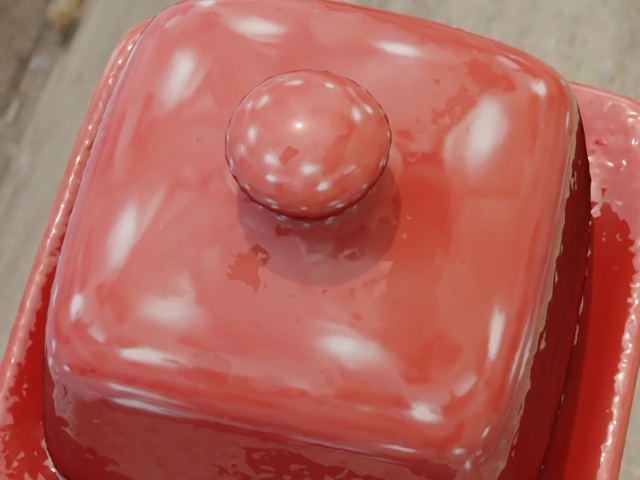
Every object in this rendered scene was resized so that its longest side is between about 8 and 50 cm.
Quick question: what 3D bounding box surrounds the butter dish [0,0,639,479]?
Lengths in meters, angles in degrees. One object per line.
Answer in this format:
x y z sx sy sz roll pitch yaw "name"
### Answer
0.000 0.000 0.452 0.118 0.160 0.160 81 -158 -65 "butter dish"
